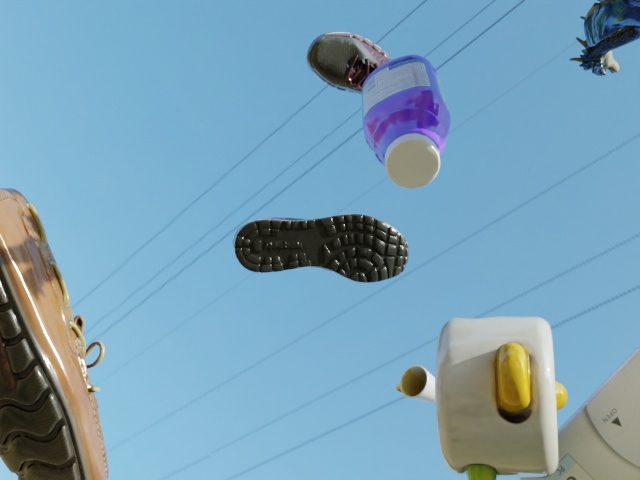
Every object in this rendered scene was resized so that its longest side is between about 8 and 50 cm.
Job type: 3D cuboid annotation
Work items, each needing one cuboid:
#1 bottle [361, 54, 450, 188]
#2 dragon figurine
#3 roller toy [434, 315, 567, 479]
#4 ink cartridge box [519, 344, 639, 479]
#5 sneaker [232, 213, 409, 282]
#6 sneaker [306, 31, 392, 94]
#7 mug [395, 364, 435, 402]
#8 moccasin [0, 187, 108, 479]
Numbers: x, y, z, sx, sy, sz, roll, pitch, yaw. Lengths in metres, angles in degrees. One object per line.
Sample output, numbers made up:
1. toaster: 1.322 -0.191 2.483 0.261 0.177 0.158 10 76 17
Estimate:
1. bottle: 0.116 -0.163 1.041 0.118 0.283 0.092 -24 -62 15
2. dragon figurine: 0.303 -0.247 0.772 0.144 0.289 0.085 -7 -103 30
3. roller toy: 0.221 0.184 0.923 0.146 0.191 0.209 -3 -65 16
4. ink cartridge box: 0.484 0.322 0.928 0.385 0.091 0.308 46 -68 26
5. sneaker: 0.000 0.000 1.249 0.283 0.124 0.107 6 -84 -9
6. sneaker: 0.121 -0.298 1.407 0.281 0.162 0.106 16 -76 -25
7. mug: 0.186 0.268 1.423 0.064 0.062 0.078 32 -5 -38
8. moccasin: -0.333 0.124 0.898 0.139 0.147 0.380 -21 -87 22
